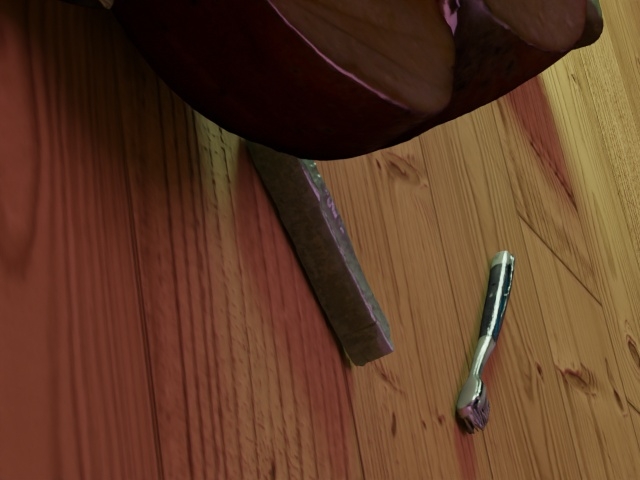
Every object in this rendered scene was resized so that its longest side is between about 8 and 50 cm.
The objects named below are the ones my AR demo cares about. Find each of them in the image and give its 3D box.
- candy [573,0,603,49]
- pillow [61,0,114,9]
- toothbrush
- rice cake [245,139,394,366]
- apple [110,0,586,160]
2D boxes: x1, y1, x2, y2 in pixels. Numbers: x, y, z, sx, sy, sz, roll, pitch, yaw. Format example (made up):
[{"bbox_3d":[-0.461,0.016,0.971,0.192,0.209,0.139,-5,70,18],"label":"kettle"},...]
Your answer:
[{"bbox_3d":[0.226,-0.300,1.934,0.234,0.102,0.104,48,28,-48],"label":"candy"},{"bbox_3d":[-0.153,-0.156,0.835,0.135,0.055,0.091,33,38,-62],"label":"pillow"},{"bbox_3d":[0.135,0.073,1.417,0.026,0.024,0.288,63,19,-17],"label":"toothbrush"},{"bbox_3d":[0.001,0.000,1.117,0.171,0.033,0.029,66,20,-8],"label":"rice cake"},{"bbox_3d":[0.000,-0.223,0.986,0.365,0.295,0.329,64,-4,-11],"label":"apple"}]
